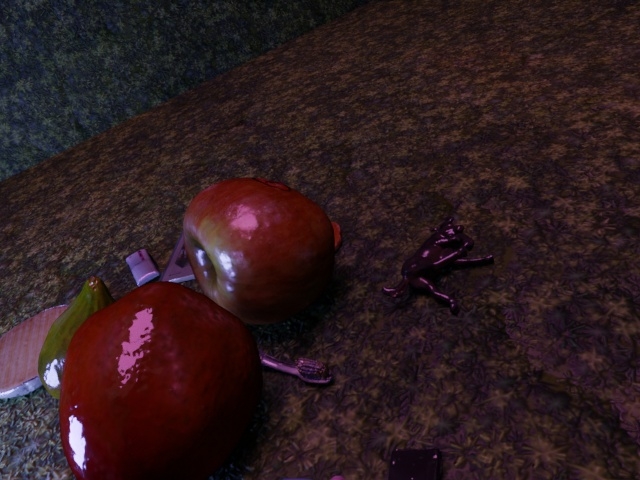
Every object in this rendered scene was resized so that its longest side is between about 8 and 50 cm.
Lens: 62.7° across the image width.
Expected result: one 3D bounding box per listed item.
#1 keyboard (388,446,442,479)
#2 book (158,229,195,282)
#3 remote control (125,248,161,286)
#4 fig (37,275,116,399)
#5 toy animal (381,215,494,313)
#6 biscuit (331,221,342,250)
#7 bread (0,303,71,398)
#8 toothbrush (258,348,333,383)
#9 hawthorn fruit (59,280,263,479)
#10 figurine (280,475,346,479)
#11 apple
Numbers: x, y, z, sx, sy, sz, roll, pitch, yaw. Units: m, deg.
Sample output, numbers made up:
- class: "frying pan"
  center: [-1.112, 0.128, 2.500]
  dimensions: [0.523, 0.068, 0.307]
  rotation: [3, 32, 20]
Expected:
- class: "keyboard"
  center: [0.105, 0.353, 0.621]
  dimensions: [0.072, 0.023, 0.231]
  rotation: [-13, 32, 25]
- class: "book"
  center: [-0.281, 0.001, 1.342]
  dimensions: [0.215, 0.025, 0.283]
  rotation: [-13, 35, 13]
- class: "remote control"
  center: [-0.452, 0.064, 1.337]
  dimensions: [0.065, 0.029, 0.166]
  rotation: [-32, 34, -15]
- class: "fig"
  center: [-0.430, 0.193, 0.997]
  dimensions: [0.233, 0.167, 0.167]
  rotation: [-54, 38, -1]
- class: "toy animal"
  center: [0.219, 0.043, 0.977]
  dimensions: [0.148, 0.084, 0.232]
  rotation: [2, 38, 49]
- class: "biscuit"
  center: [0.000, 0.000, 1.194]
  dimensions: [0.102, 0.019, 0.130]
  rotation: [-10, 34, 15]
- class: "bread"
  center: [-0.623, 0.241, 1.160]
  dimensions: [0.267, 0.040, 0.267]
  rotation: [-14, 34, 9]
- class: "toothbrush"
  center: [-0.151, 0.206, 0.962]
  dimensions: [0.413, 0.042, 0.035]
  rotation: [3, 40, 35]
- class: "hawthorn fruit"
  center: [-0.237, 0.213, 0.768]
  dimensions: [0.295, 0.295, 0.311]
  rotation: [-4, 26, 24]
- class: "figurine"
  center: [-0.089, 0.375, 0.621]
  dimensions: [0.260, 0.103, 0.205]
  rotation: [-21, 29, 17]
- class: "apple"
  center: [-0.112, 0.012, 1.018]
  dimensions: [0.250, 0.277, 0.309]
  rotation: [-25, 56, -30]
